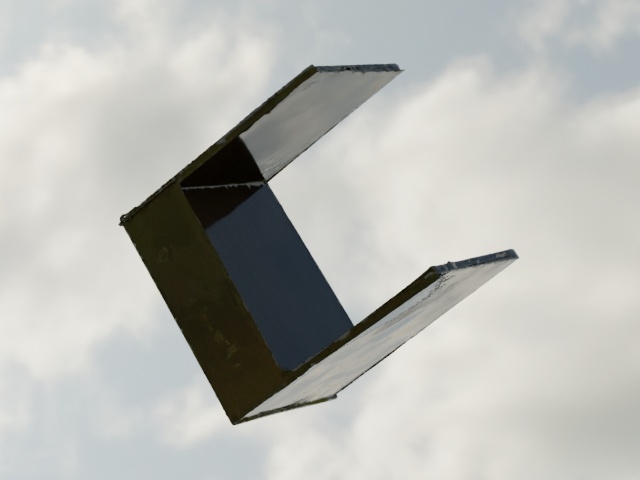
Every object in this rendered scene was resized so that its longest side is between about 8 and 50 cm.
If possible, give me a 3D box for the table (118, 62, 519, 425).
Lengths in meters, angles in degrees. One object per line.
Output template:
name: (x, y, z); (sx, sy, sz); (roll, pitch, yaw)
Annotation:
table: (0.000, 0.000, 1.946); (0.282, 0.250, 0.196); (-39, -16, 28)
